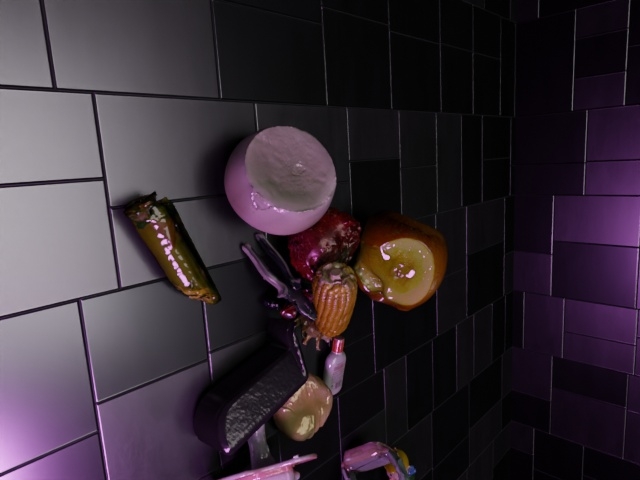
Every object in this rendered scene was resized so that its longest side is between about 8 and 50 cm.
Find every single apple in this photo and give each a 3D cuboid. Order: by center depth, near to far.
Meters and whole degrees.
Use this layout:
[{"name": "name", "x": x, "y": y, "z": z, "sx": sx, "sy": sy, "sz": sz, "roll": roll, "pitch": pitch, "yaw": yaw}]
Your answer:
[{"name": "apple", "x": 0.283, "y": 0.078, "z": 1.712, "sx": 0.384, "sy": 0.374, "sz": 0.375, "roll": 17, "pitch": 82, "yaw": -51}]

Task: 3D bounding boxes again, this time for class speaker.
[{"name": "speaker", "x": -0.208, "y": 0.419, "z": 1.373, "sx": 0.388, "sy": 0.180, "sz": 0.184, "roll": -36, "pitch": 112, "yaw": -39}]

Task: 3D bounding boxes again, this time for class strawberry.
[{"name": "strawberry", "x": 0.000, "y": 0.000, "z": 1.505, "sx": 0.274, "sy": 0.220, "sz": 0.274, "roll": -35, "pitch": 155, "yaw": -19}]

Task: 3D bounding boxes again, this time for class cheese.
[{"name": "cheese", "x": -0.067, "y": 0.567, "z": 1.578, "sx": 0.214, "sy": 0.117, "sz": 0.226, "roll": -51, "pitch": 122, "yaw": -25}]

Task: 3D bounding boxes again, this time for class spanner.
[{"name": "spanner", "x": -0.117, "y": 0.121, "z": 1.423, "sx": 0.095, "sy": 0.040, "sz": 0.325, "roll": -40, "pitch": 93, "yaw": -36}]

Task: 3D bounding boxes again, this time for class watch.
[{"name": "watch", "x": 0.220, "y": 0.926, "z": 1.772, "sx": 0.161, "sy": 0.253, "sz": 0.241, "roll": 41, "pitch": 28, "yaw": -41}]

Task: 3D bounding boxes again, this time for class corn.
[{"name": "corn", "x": 0.044, "y": 0.194, "z": 1.458, "sx": 0.144, "sy": 0.143, "sz": 0.387, "roll": -55, "pitch": 160, "yaw": -26}]

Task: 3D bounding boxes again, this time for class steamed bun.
[{"name": "steamed bun", "x": -0.119, "y": -0.168, "z": 1.335, "sx": 0.324, "sy": 0.206, "sz": 0.325, "roll": 10, "pitch": 67, "yaw": -24}]

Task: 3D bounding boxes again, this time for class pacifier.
[{"name": "pacifier", "x": -0.175, "y": 0.674, "z": 1.395, "sx": 0.331, "sy": 0.220, "sz": 0.273, "roll": -5, "pitch": 98, "yaw": -22}]

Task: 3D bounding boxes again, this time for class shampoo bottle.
[{"name": "shampoo bottle", "x": 0.054, "y": 0.463, "z": 1.706, "sx": 0.108, "sy": 0.051, "sz": 0.221, "roll": -6, "pitch": 108, "yaw": -50}]

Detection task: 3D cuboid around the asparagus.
[{"name": "asparagus", "x": -0.368, "y": 0.049, "z": 1.199, "sx": 0.108, "sy": 0.128, "sz": 0.382, "roll": -23, "pitch": 118, "yaw": -3}]

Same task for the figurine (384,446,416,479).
[{"name": "figurine", "x": 0.334, "y": 1.040, "z": 2.048, "sx": 0.185, "sy": 0.127, "sz": 0.234, "roll": -49, "pitch": 137, "yaw": -21}]

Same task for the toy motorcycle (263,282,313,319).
[{"name": "toy motorcycle", "x": -0.080, "y": 0.194, "z": 1.510, "sx": 0.213, "sy": 0.122, "sz": 0.082, "roll": -14, "pitch": 136, "yaw": -45}]

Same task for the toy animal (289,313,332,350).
[{"name": "toy animal", "x": -0.038, "y": 0.313, "z": 1.620, "sx": 0.241, "sy": 0.056, "sz": 0.099, "roll": 47, "pitch": 55, "yaw": -37}]

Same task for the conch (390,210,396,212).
[{"name": "conch", "x": 0.336, "y": -0.066, "z": 1.936, "sx": 0.080, "sy": 0.086, "sz": 0.233, "roll": -56, "pitch": 131, "yaw": -26}]
